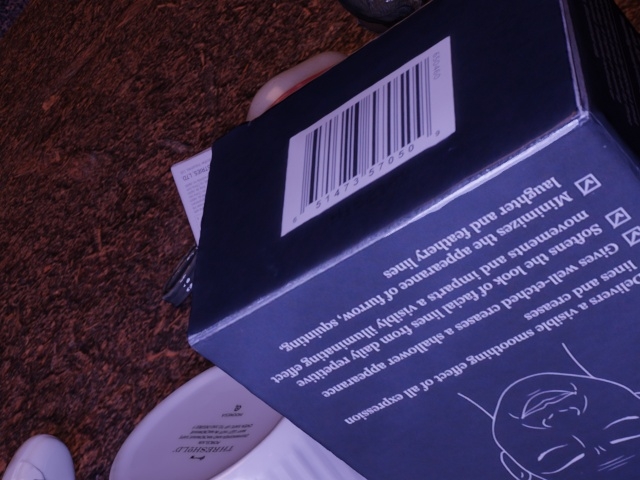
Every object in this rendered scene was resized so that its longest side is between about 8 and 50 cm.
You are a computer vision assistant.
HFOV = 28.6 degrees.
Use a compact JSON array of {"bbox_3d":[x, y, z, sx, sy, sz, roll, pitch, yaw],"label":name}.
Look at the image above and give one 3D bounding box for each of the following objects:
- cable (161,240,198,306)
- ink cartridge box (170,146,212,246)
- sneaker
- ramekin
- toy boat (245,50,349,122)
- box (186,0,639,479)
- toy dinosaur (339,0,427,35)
[{"bbox_3d":[-0.126,-0.049,1.639,0.287,0.072,0.139,-46,26,5],"label":"cable"},{"bbox_3d":[-0.029,0.034,1.307,0.186,0.065,0.311,-21,85,37],"label":"ink cartridge box"},{"bbox_3d":[-0.295,0.346,1.403,0.123,0.106,0.290,-23,50,31],"label":"sneaker"},{"bbox_3d":[-0.072,0.213,1.159,0.273,0.127,0.273,-27,21,11],"label":"ramekin"},{"bbox_3d":[-0.002,-0.098,1.453,0.151,0.151,0.231,-31,-17,-26],"label":"toy boat"},{"bbox_3d":[0.154,0.040,0.876,0.294,0.395,0.212,-30,35,27],"label":"box"},{"bbox_3d":[0.070,-0.313,1.558,0.160,0.313,0.121,11,90,31],"label":"toy dinosaur"}]
